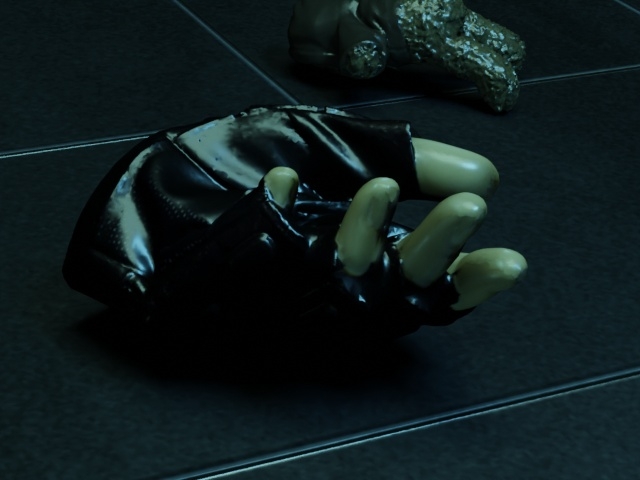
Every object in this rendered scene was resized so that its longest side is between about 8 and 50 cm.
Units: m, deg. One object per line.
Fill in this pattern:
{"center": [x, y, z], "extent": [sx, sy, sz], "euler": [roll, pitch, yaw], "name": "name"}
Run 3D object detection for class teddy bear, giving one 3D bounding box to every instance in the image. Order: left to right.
{"center": [0.057, -0.139, 1.089], "extent": [0.160, 0.077, 0.119], "euler": [8, 32, 5], "name": "teddy bear"}

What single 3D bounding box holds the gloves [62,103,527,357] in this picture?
{"center": [0.000, 0.000, 0.765], "extent": [0.203, 0.124, 0.164], "euler": [24, 49, 32], "name": "gloves"}
